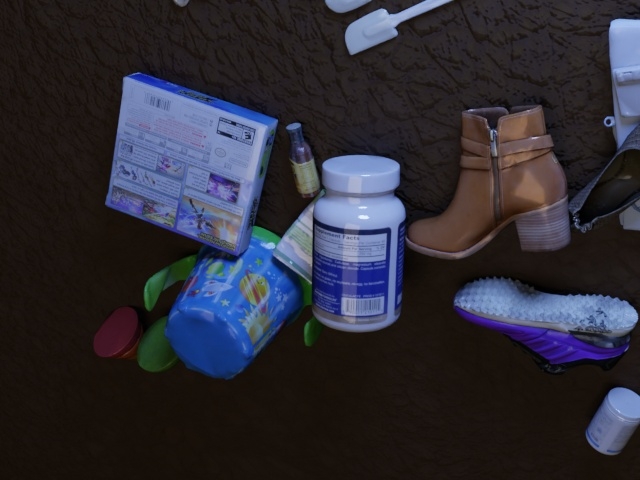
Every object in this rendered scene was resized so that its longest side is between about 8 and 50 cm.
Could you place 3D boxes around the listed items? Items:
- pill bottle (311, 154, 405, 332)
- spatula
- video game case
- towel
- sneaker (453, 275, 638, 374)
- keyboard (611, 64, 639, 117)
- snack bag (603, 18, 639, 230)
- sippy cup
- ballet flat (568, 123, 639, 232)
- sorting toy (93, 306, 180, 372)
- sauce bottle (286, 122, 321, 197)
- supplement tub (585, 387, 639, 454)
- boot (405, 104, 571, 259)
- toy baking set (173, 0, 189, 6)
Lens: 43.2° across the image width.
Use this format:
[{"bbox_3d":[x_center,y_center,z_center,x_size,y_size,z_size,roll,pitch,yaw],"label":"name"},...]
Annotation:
[{"bbox_3d":[0.062,0.003,1.322,0.153,0.153,0.265,8,111,19],"label":"pill bottle"},{"bbox_3d":[0.104,-0.379,1.148,0.242,0.019,0.168,-17,113,32],"label":"spatula"},{"bbox_3d":[-0.229,-0.133,1.405,0.269,0.061,0.244,21,114,11],"label":"video game case"},{"bbox_3d":[0.000,0.000,1.419,0.113,0.023,0.152,37,108,-5],"label":"towel"},{"bbox_3d":[0.363,0.158,1.349,0.293,0.102,0.146,10,126,17],"label":"sneaker"},{"bbox_3d":[0.501,-0.200,1.015,0.256,0.014,0.072,-1,129,38],"label":"keyboard"},{"bbox_3d":[0.543,-0.147,1.063,0.323,0.037,0.343,5,127,35],"label":"snack bag"},{"bbox_3d":[-0.163,0.124,1.479,0.305,0.224,0.240,-24,111,34],"label":"sippy cup"},{"bbox_3d":[0.424,-0.082,1.137,0.084,0.058,0.250,43,143,5],"label":"ballet flat"},{"bbox_3d":[-0.312,0.235,1.682,0.365,0.127,0.126,6,150,38],"label":"sorting toy"},{"bbox_3d":[-0.031,-0.135,1.361,0.042,0.042,0.128,-1,119,24],"label":"sauce bottle"},{"bbox_3d":[0.515,0.317,1.411,0.071,0.071,0.107,21,128,9],"label":"supplement tub"},{"bbox_3d":[0.235,-0.088,1.240,0.283,0.109,0.220,-1,113,42],"label":"boot"},{"bbox_3d":[-0.252,-0.469,1.235,0.256,0.030,0.197,27,129,4],"label":"toy baking set"}]
